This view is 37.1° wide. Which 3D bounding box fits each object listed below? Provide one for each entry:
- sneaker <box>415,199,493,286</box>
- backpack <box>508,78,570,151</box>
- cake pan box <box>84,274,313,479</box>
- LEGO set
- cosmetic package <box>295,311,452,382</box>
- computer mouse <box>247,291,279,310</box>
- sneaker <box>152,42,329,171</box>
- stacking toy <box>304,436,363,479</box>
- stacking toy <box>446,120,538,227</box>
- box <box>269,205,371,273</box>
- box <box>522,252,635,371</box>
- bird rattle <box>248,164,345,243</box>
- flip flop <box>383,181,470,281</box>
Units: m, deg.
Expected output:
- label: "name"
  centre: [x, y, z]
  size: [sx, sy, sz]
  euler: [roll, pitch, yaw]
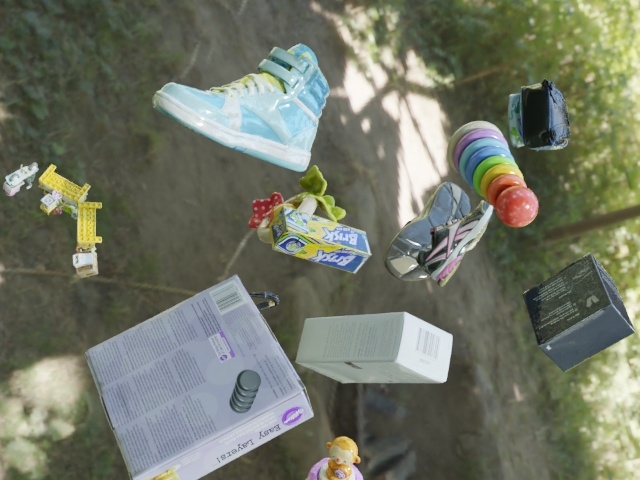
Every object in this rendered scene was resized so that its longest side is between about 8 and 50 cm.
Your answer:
- label: "sneaker"
  centre: [0.234, -0.010, 1.672]
  size: [0.178, 0.077, 0.072]
  euler: [-49, 167, -21]
- label: "backpack"
  centre: [0.343, -0.191, 1.495]
  size: [0.114, 0.084, 0.105]
  euler: [-1, 88, -60]
- label: "cake pan box"
  centre: [-0.172, 0.188, 1.291]
  size: [0.267, 0.245, 0.070]
  euler: [52, -15, 45]
- label: "LEGO set"
  centre: [-0.515, -0.037, 1.944]
  size: [0.132, 0.107, 0.287]
  euler: [-33, 74, -32]
- label: "cosmetic package"
  centre: [0.081, 0.172, 1.500]
  size: [0.117, 0.231, 0.086]
  euler: [28, 65, -35]
- label: "computer mouse"
  centre: [-0.199, 0.159, 1.933]
  size: [0.041, 0.242, 0.071]
  euler: [-105, 174, -49]
- label: "sneaker"
  centre: [-0.119, -0.253, 1.583]
  size: [0.319, 0.127, 0.208]
  euler: [17, 98, -44]
- label: "stacking toy"
  centre: [0.028, 0.469, 1.782]
  size: [0.166, 0.175, 0.302]
  euler: [-49, 158, -44]
- label: "stacking toy"
  centre: [0.390, -0.139, 2.114]
  size: [0.141, 0.141, 0.330]
  euler: [59, 6, -32]
- label: "box"
  centre: [0.000, 0.000, 1.610]
  size: [0.168, 0.054, 0.059]
  euler: [17, 40, -28]
- label: "box"
  centre: [0.479, 0.134, 1.779]
  size: [0.093, 0.156, 0.158]
  euler: [44, 24, -27]
- label: "bird rattle"
  centre: [-0.084, -0.069, 2.299]
  size: [0.143, 0.253, 0.207]
  euler: [63, 30, -20]
- label: "flip flop"
  centre: [0.208, -0.014, 1.895]
  size: [0.112, 0.080, 0.277]
  euler: [46, 51, -11]
